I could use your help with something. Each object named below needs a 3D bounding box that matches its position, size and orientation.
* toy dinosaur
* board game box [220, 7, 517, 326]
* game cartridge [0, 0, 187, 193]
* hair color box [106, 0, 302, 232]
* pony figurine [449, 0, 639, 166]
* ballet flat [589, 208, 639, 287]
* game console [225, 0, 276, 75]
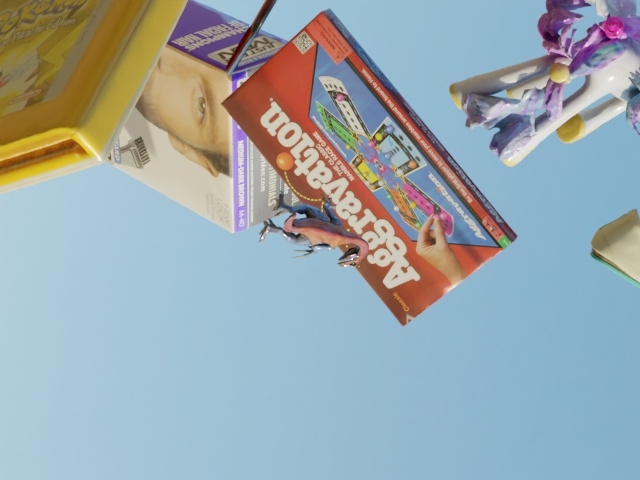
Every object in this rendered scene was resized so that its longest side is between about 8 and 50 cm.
[{"bbox_3d":[0.000,0.000,1.253,0.047,0.082,0.090,-66,-162,13],"label":"toy dinosaur"},{"bbox_3d":[0.044,-0.068,1.732,0.145,0.281,0.027,-40,179,27],"label":"board game box"},{"bbox_3d":[-0.234,-0.166,1.532,0.285,0.052,0.323,-13,-137,38],"label":"game cartridge"},{"bbox_3d":[-0.164,-0.160,1.956,0.339,0.110,0.185,27,-52,40],"label":"hair color box"},{"bbox_3d":[0.345,-0.219,2.147,0.363,0.351,0.302,-26,-98,28],"label":"pony figurine"},{"bbox_3d":[0.397,0.053,1.920,0.086,0.248,0.086,-48,-165,17],"label":"ballet flat"},{"bbox_3d":[0.007,-0.159,1.165,0.144,0.124,0.085,149,-60,-77],"label":"game console"}]
